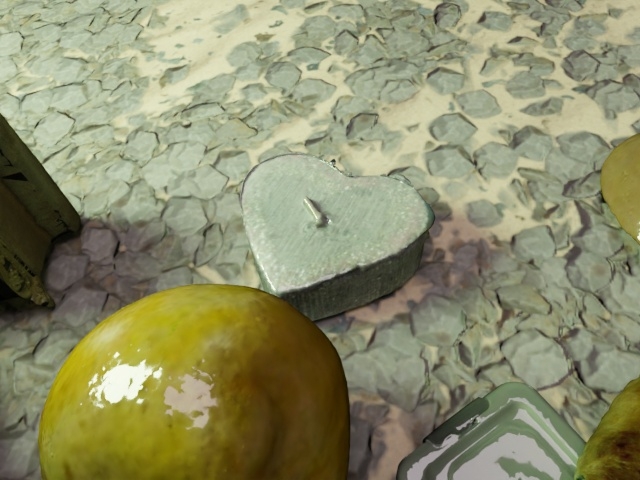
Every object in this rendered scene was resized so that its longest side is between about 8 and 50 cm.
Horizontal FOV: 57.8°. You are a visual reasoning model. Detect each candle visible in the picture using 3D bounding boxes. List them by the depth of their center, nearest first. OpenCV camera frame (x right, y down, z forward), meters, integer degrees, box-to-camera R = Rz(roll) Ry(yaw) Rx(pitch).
[{"bbox_3d":[0.000,0.000,0.550,0.192,0.068,0.169,19,56,19],"label":"candle"}]

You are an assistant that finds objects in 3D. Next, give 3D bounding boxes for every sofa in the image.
[{"bbox_3d":[-0.388,-0.032,0.533,0.258,0.200,0.182,-11,58,0],"label":"sofa"}]

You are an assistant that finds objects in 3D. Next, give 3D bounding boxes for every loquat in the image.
[{"bbox_3d":[-0.082,0.135,0.391,0.212,0.213,0.213,-3,56,4],"label":"loquat"}]

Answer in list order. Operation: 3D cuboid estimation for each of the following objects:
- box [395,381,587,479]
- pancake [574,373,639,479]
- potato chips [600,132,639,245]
[{"bbox_3d":[0.139,0.199,0.386,0.123,0.093,0.172,-30,58,-15],"label":"box"},{"bbox_3d":[0.324,0.147,0.368,0.376,0.054,0.197,-2,47,-16],"label":"pancake"},{"bbox_3d":[0.371,-0.042,0.548,0.195,0.062,0.208,23,59,17],"label":"potato chips"}]
